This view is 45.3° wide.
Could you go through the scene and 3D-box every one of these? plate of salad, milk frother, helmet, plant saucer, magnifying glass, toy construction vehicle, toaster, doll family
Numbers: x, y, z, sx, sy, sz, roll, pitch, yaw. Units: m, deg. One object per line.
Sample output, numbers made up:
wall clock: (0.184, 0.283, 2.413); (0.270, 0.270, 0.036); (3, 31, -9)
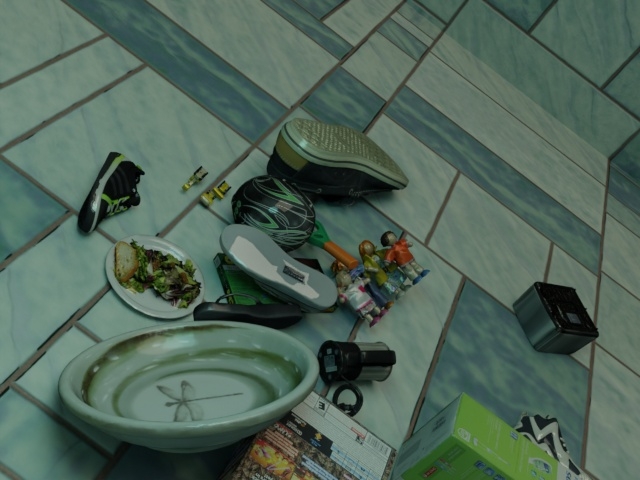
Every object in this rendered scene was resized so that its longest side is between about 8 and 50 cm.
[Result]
plate of salad: (-0.308, 0.060, 1.460); (0.199, 0.048, 0.200); (23, 38, -20)
milk frother: (0.079, 0.275, 1.534); (0.134, 0.129, 0.143); (7, 90, -35)
helmet: (-0.099, -0.050, 1.659); (0.169, 0.169, 0.161); (-1, 36, -41)
plant saucer: (-0.201, 0.239, 1.214); (0.400, 0.101, 0.400); (0, 15, 0)
magnifying glass: (0.000, 0.000, 1.733); (0.092, 0.026, 0.231); (-12, 34, -40)
toy construction vehicle: (-0.256, -0.116, 1.709); (0.086, 0.035, 0.098); (45, 38, -10)
toaster: (0.619, 0.205, 2.032); (0.185, 0.110, 0.168); (10, 45, -34)
doll family: (0.111, 0.086, 1.756); (0.163, 0.118, 0.263); (49, 55, 3)

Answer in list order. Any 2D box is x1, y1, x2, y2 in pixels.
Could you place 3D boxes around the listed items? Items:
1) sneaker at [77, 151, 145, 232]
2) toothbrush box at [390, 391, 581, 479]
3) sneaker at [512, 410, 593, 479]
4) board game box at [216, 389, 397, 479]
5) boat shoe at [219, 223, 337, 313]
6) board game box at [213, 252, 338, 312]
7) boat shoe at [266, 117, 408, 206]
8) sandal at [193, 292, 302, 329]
sneaker: (-0.401, -0.094, 1.515); (0.097, 0.084, 0.235); (27, 38, -17)
toothbrush box: (0.305, 0.451, 1.429); (0.283, 0.206, 0.122); (36, 36, -2)
sneaker: (0.519, 0.462, 1.689); (0.235, 0.094, 0.153); (28, 45, 2)
board game box: (-0.038, 0.407, 1.240); (0.232, 0.141, 0.291); (37, 37, -2)
boat shoe: (-0.094, 0.064, 1.554); (0.267, 0.088, 0.096); (28, 55, -14)
board game box: (-0.092, 0.091, 1.626); (0.259, 0.030, 0.136); (5, 50, -37)
boat shoe: (0.049, -0.185, 1.940); (0.500, 0.156, 0.187); (4, 43, -53)
sandal: (-0.146, 0.137, 1.479); (0.254, 0.097, 0.054); (9, 56, -48)
